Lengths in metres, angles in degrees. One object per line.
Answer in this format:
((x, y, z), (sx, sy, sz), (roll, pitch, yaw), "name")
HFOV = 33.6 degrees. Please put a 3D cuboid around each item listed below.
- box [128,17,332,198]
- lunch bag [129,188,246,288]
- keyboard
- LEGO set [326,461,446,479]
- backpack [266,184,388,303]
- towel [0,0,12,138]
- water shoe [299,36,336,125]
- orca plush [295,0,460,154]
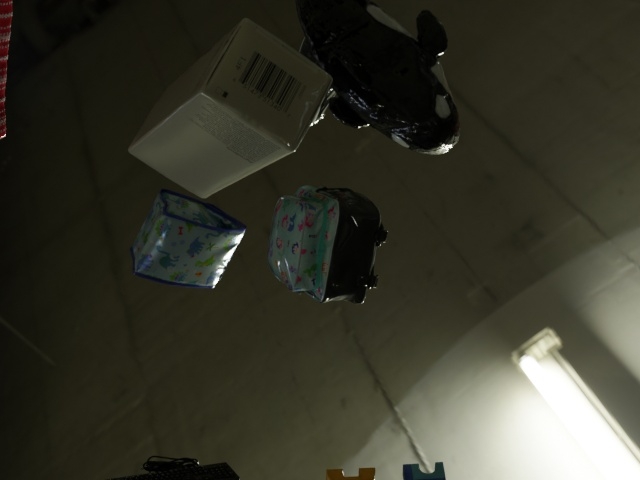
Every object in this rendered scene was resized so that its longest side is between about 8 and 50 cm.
((-0.103, -0.128, 1.111), (0.275, 0.113, 0.094), (-14, -134, 64), "box")
((-0.210, 0.004, 1.691), (0.129, 0.151, 0.096), (-59, -153, 25), "lunch bag")
((-0.221, 0.335, 1.536), (0.100, 0.192, 0.038), (-167, -104, -64), "keyboard")
((0.071, 0.315, 1.208), (0.227, 0.087, 0.093), (-3, -139, -2), "LEGO set")
((0.000, 0.000, 2.115), (0.253, 0.191, 0.225), (-138, -125, -69), "backpack")
((-0.448, -0.233, 1.344), (0.031, 0.275, 0.199), (16, -157, 10), "towel")
((0.003, -0.280, 1.716), (0.080, 0.073, 0.203), (-30, 150, -60), "water shoe")
((0.047, -0.214, 1.117), (0.151, 0.287, 0.102), (-22, 180, 18), "orca plush")
